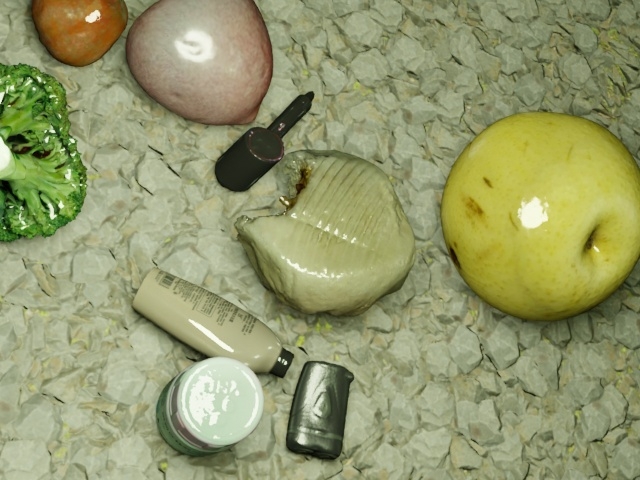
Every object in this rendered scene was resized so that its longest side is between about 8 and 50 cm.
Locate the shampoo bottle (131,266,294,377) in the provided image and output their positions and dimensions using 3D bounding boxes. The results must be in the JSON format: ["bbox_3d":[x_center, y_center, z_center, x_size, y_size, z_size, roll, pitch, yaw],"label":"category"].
[{"bbox_3d":[-0.157,0.131,1.444,0.257,0.127,0.078,28,110,-3],"label":"shampoo bottle"}]

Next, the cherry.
[{"bbox_3d":[-0.176,-0.299,1.513,0.239,0.206,0.239,11,58,-18],"label":"cherry"}]

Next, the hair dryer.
[{"bbox_3d":[-0.081,-0.181,1.589,0.070,0.114,0.248,44,45,-9],"label":"hair dryer"}]

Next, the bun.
[{"bbox_3d":[0.015,0.005,1.494,0.282,0.205,0.281,4,62,-8],"label":"bun"}]

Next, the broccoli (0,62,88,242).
[{"bbox_3d":[-0.472,-0.116,1.327,0.308,0.275,0.307,-6,102,-28],"label":"broccoli"}]

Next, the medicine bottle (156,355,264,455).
[{"bbox_3d":[-0.160,0.239,1.374,0.135,0.168,0.135,6,71,-18],"label":"medicine bottle"}]

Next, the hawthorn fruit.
[{"bbox_3d":[-0.368,-0.363,1.482,0.149,0.189,0.149,34,28,-21],"label":"hawthorn fruit"}]

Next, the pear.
[{"bbox_3d":[0.364,-0.042,1.562,0.348,0.348,0.348,6,72,-18],"label":"pear"}]

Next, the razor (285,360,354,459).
[{"bbox_3d":[-0.001,0.262,1.486,0.090,0.054,0.148,17,68,-14],"label":"razor"}]
